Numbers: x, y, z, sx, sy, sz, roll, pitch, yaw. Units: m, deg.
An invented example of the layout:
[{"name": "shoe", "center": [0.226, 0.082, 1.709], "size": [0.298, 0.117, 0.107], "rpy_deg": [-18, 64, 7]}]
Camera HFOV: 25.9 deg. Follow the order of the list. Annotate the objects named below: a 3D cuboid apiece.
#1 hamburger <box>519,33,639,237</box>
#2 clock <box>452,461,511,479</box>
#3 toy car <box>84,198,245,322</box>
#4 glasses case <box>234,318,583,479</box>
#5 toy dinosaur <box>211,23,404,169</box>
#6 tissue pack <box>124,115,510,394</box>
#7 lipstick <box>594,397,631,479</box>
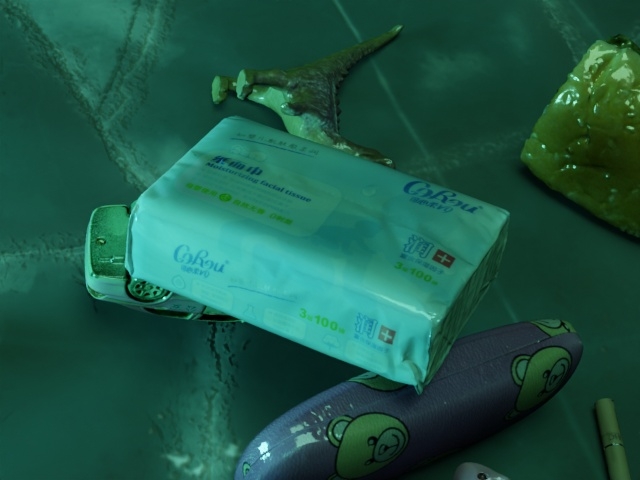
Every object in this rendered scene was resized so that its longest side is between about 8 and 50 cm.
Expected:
[{"name": "hamburger", "center": [0.311, -0.085, 1.357], "size": [0.135, 0.155, 0.207], "rpy_deg": [-36, 75, -29]}, {"name": "clock", "center": [0.107, 0.286, 1.038], "size": [0.195, 0.100, 0.194], "rpy_deg": [-29, 66, -30]}, {"name": "toy car", "center": [-0.092, 0.026, 1.204], "size": [0.224, 0.076, 0.090], "rpy_deg": [7, 47, -16]}, {"name": "glasses case", "center": [0.076, 0.140, 1.127], "size": [0.316, 0.123, 0.075], "rpy_deg": [-18, 65, -26]}, {"name": "toy dinosaur", "center": [-0.003, -0.144, 1.381], "size": [0.200, 0.072, 0.251], "rpy_deg": [12, 38, -18]}, {"name": "tissue pack", "center": [0.000, 0.000, 1.115], "size": [0.263, 0.089, 0.177], "rpy_deg": [22, 40, 15]}, {"name": "lipstick", "center": [0.255, 0.182, 1.209], "size": [0.019, 0.019, 0.094], "rpy_deg": [4, 52, -12]}]
